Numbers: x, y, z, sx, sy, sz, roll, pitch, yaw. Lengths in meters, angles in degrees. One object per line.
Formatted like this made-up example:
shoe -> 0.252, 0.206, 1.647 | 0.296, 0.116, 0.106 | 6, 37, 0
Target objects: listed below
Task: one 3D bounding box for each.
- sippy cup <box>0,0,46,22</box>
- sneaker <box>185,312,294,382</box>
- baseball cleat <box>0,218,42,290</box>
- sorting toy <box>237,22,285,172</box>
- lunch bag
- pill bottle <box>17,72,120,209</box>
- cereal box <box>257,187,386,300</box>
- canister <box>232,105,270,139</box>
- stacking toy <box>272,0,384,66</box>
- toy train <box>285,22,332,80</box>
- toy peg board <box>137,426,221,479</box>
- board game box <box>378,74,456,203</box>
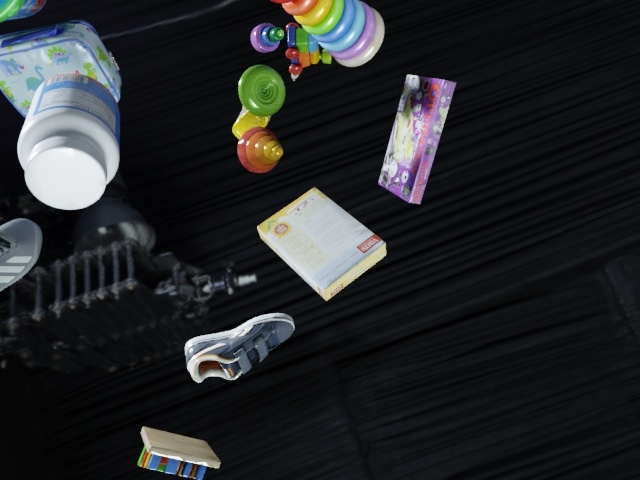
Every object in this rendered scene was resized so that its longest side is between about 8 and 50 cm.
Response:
sippy cup -> -0.665, -0.544, 0.984 | 0.240, 0.306, 0.224 | -64, 15, 13
sneaker -> -0.219, 0.314, 1.400 | 0.127, 0.321, 0.126 | -113, 7, -48
baseball cleat -> -0.425, 0.028, 0.623 | 0.109, 0.072, 0.205 | 119, 169, -46
sorting toy -> -0.121, -0.345, 1.211 | 0.126, 0.127, 0.365 | 21, 110, 57
lunch bag -> -0.529, -0.341, 0.993 | 0.176, 0.219, 0.090 | 73, -174, -54
pill bottle -> -0.348, -0.140, 0.693 | 0.221, 0.124, 0.124 | -115, 6, -48
cereal box -> 0.000, 0.000, 1.072 | 0.240, 0.173, 0.047 | 42, 158, 33
canister -> -0.191, -0.379, 1.466 | 0.073, 0.126, 0.169 | 40, -146, -23
stacking toy -> 0.000, -0.489, 1.026 | 0.330, 0.141, 0.141 | 10, -125, -55
toy train -> -0.028, -0.578, 1.559 | 0.248, 0.144, 0.105 | 75, -165, -78
toy peg board -> -0.330, 0.498, 1.116 | 0.161, 0.161, 0.079 | -10, 59, 64
board game box -> 0.275, -0.302, 1.455 | 0.208, 0.056, 0.346 | 42, 123, 57
